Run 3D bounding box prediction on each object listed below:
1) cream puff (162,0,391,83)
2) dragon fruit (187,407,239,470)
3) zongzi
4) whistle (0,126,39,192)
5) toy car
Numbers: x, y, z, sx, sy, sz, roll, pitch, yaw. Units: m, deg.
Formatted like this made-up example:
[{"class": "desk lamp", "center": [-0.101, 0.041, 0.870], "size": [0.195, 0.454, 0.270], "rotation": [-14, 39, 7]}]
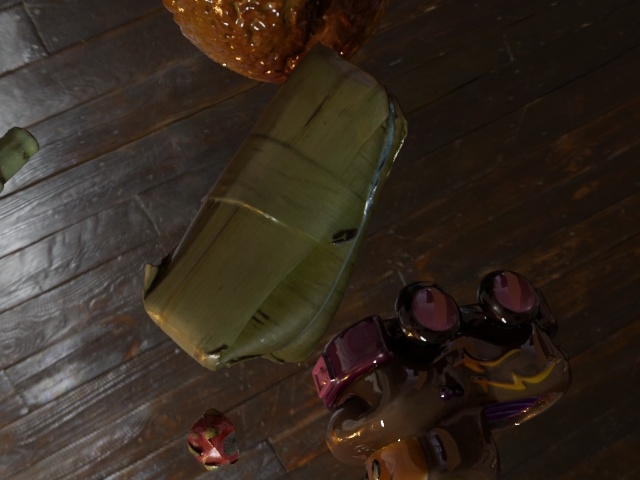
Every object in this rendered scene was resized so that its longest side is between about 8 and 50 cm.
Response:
[{"class": "cream puff", "center": [-0.032, -0.298, 0.600], "size": [0.212, 0.303, 0.303], "rotation": [-4, 103, 18]}, {"class": "dragon fruit", "center": [-0.159, 0.297, 0.943], "size": [0.060, 0.056, 0.083], "rotation": [-12, 99, -36]}, {"class": "zongzi", "center": [0.000, 0.000, 0.517], "size": [0.228, 0.115, 0.256], "rotation": [-56, 152, -3]}, {"class": "whistle", "center": [-0.455, -0.046, 0.809], "size": [0.067, 0.126, 0.258], "rotation": [27, 58, 7]}, {"class": "toy car", "center": [0.168, 0.204, 0.804], "size": [0.340, 0.271, 0.240], "rotation": [-9, 60, -20]}]
